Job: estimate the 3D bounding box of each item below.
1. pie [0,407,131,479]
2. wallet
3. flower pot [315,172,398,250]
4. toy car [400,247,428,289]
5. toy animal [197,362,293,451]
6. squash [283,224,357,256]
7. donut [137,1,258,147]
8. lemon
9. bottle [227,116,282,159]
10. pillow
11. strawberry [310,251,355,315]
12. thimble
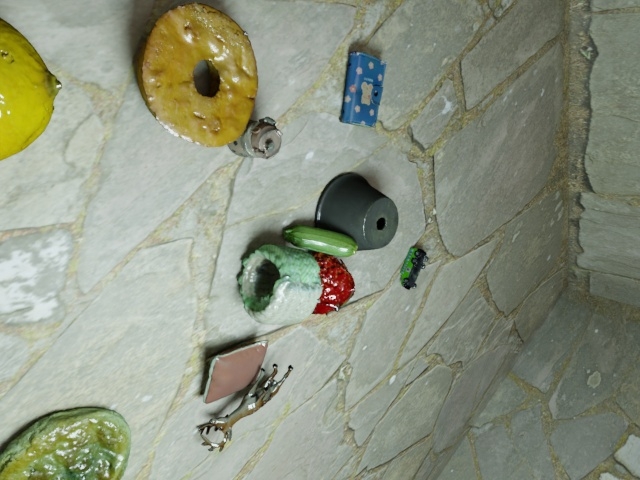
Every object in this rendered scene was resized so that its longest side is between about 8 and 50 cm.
[{"bbox_3d":[-0.552,0.493,0.918,0.277,0.078,0.277,-14,110,-40],"label":"pie"},{"bbox_3d":[0.129,-0.444,1.255,0.141,0.059,0.202,-3,105,-44],"label":"wallet"},{"bbox_3d":[0.133,-0.066,1.309,0.269,0.166,0.269,-17,116,-39],"label":"flower pot"},{"bbox_3d":[0.356,0.109,1.638,0.071,0.062,0.165,28,84,-43],"label":"toy car"},{"bbox_3d":[-0.197,0.467,1.189,0.243,0.087,0.260,-1,130,-53],"label":"toy animal"},{"bbox_3d":[0.000,0.000,1.219,0.219,0.077,0.068,12,122,-9],"label":"squash"},{"bbox_3d":[-0.260,-0.341,0.895,0.278,0.108,0.277,-14,112,-39],"label":"donut"},{"bbox_3d":[-0.533,-0.220,0.607,0.253,0.228,0.228,-37,126,-27],"label":"lemon"},{"bbox_3d":[-0.148,-0.241,1.001,0.099,0.152,0.098,-13,111,-39],"label":"bottle"},{"bbox_3d":[-0.236,0.351,1.154,0.179,0.075,0.171,-10,127,-47],"label":"pillow"},{"bbox_3d":[0.012,0.125,1.266,0.187,0.184,0.201,-14,84,-34],"label":"strawberry"},{"bbox_3d":[-0.106,0.116,1.108,0.150,0.219,0.219,9,97,-43],"label":"thimble"}]
